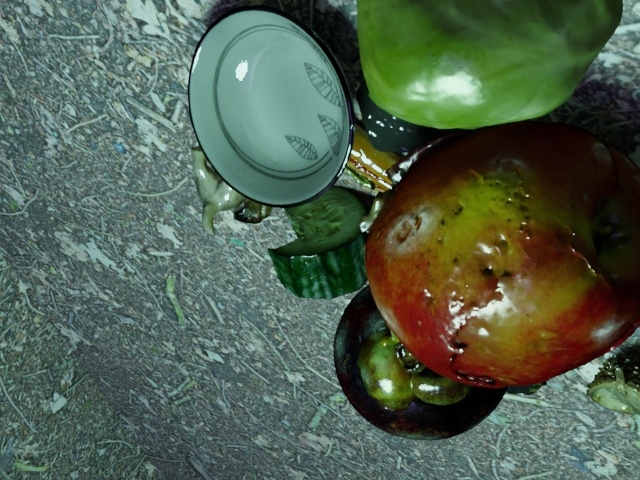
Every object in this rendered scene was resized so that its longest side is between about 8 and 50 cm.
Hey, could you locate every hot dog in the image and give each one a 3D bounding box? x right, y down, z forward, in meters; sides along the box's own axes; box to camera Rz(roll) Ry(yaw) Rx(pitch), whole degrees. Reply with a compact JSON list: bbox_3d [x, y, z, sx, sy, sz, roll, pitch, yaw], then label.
[{"bbox_3d":[0.053,-0.146,1.629,0.235,0.062,0.092,36,145,-2],"label":"hot dog"}]

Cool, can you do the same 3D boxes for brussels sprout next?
[{"bbox_3d":[0.181,-0.256,1.112,0.328,0.328,0.247,20,148,24],"label":"brussels sprout"}]

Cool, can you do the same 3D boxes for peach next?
[{"bbox_3d":[0.248,0.023,1.391,0.339,0.353,0.416,49,149,-22],"label":"peach"}]

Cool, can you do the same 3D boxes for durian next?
[{"bbox_3d":[0.523,0.233,1.654,0.148,0.091,0.188,6,160,37],"label":"durian"}]

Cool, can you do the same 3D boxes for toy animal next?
[{"bbox_3d":[-0.144,-0.106,1.779,0.121,0.233,0.169,10,101,20],"label":"toy animal"}]

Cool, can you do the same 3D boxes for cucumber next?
[{"bbox_3d":[0.010,-0.003,1.755,0.191,0.191,0.130,21,146,23],"label":"cucumber"}]

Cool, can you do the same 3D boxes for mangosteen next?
[{"bbox_3d":[0.181,0.190,1.726,0.330,0.330,0.330,25,147,17],"label":"mangosteen"}]

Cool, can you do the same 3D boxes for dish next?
[{"bbox_3d":[-0.058,-0.213,1.547,0.316,0.106,0.317,13,114,30],"label":"dish"}]

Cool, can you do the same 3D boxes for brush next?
[{"bbox_3d":[0.151,-0.186,1.482,0.197,0.059,0.123,9,139,34],"label":"brush"}]

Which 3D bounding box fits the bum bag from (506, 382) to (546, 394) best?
[{"bbox_3d":[0.316,0.235,1.888,0.232,0.060,0.107,18,136,22],"label":"bum bag"}]
